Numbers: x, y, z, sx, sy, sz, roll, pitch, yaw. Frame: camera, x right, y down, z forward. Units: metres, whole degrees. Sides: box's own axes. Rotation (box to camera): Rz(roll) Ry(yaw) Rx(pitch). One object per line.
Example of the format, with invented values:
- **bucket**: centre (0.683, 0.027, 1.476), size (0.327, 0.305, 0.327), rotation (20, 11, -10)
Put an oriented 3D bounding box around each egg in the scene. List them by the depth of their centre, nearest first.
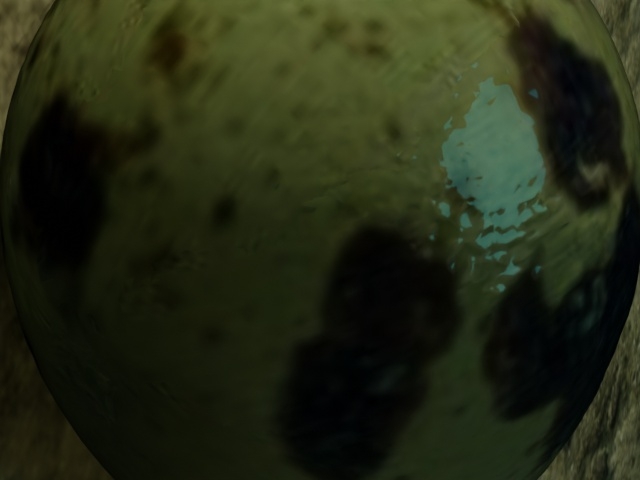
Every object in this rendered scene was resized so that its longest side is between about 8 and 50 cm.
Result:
- **egg**: centre (0.000, 0.000, 0.930), size (0.345, 0.345, 0.428), rotation (-51, 153, -49)
